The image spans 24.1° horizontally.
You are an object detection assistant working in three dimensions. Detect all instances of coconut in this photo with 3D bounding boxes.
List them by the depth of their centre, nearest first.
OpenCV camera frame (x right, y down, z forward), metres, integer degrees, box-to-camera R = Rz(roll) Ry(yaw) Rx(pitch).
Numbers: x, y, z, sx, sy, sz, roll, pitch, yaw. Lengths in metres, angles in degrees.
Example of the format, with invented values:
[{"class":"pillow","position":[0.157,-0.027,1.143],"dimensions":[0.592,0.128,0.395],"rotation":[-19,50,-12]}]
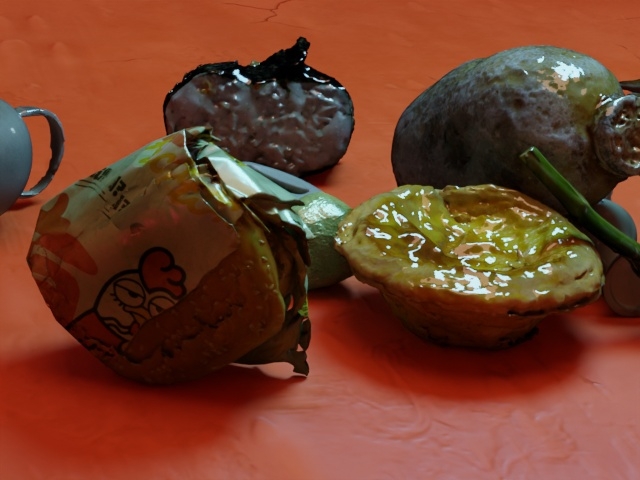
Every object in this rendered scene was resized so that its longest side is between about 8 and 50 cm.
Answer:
[{"class":"coconut","position":[0.000,0.000,1.378],"dimensions":[0.088,0.087,0.096],"rotation":[22,34,36]}]

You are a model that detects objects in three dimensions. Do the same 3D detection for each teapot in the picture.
[{"class":"teapot","position":[-0.373,-0.072,1.434],"dimensions":[0.294,0.129,0.193],"rotation":[-11,26,-40]}]

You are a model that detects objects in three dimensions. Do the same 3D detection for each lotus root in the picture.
[{"class":"lotus root","position":[0.175,-0.098,1.480],"dimensions":[0.175,0.175,0.349],"rotation":[-11,1,-35]}]

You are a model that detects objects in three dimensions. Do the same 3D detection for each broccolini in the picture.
[{"class":"broccolini","position":[0.263,0.002,1.320],"dimensions":[0.239,0.051,0.054],"rotation":[39,19,-8]}]

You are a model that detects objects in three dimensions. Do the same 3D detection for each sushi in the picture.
[{"class":"sushi","position":[-0.067,-0.151,1.667],"dimensions":[0.213,0.147,0.115],"rotation":[1,22,1]}]

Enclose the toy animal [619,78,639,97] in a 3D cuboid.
[{"class":"toy animal","position":[0.470,-0.169,1.838],"dimensions":[0.260,0.087,0.243],"rotation":[-5,26,-16]}]

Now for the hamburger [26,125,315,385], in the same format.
[{"class":"hamburger","position":[-0.096,0.033,1.166],"dimensions":[0.214,0.235,0.125],"rotation":[-17,22,32]}]

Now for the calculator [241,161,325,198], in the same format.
[{"class":"calculator","position":[-0.102,-0.030,1.490],"dimensions":[0.246,0.045,0.141],"rotation":[-15,29,-43]}]

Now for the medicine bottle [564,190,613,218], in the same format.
[{"class":"medicine bottle","position":[0.248,-0.049,1.596],"dimensions":[0.118,0.055,0.074],"rotation":[12,23,13]}]

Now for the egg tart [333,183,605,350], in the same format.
[{"class":"egg tart","position":[0.129,0.027,1.312],"dimensions":[0.241,0.105,0.241],"rotation":[5,24,-2]}]

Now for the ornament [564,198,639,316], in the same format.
[{"class":"ornament","position":[0.273,0.009,1.431],"dimensions":[0.081,0.074,0.156],"rotation":[1,23,-8]}]
